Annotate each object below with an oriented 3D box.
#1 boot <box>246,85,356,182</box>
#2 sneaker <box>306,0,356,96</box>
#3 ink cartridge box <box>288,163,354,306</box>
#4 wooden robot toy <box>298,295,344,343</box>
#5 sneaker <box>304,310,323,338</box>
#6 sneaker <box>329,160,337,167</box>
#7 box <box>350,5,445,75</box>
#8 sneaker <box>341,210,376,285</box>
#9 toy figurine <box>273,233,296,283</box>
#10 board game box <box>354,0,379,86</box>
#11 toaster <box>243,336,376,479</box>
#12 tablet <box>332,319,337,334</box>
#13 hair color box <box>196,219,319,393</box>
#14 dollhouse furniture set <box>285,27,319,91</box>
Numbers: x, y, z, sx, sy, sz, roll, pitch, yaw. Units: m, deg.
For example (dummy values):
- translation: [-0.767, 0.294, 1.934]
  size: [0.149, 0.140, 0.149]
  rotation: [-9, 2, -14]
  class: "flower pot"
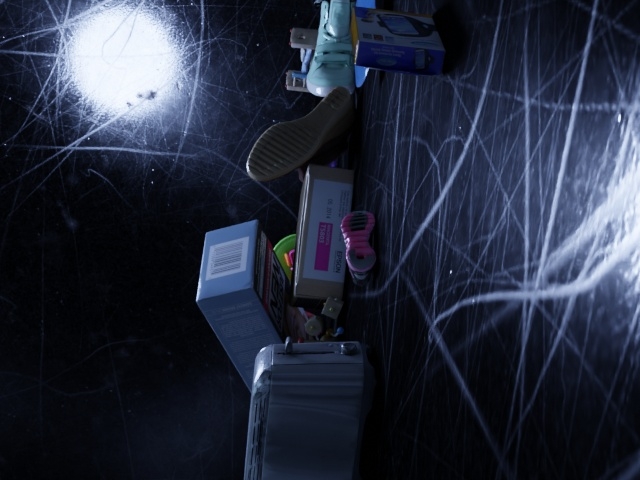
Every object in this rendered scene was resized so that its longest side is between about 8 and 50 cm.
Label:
- translation: [-0.029, -0.150, 1.754]
  size: [0.248, 0.090, 0.207]
  rotation: [-42, -18, -19]
  class: "boot"
- translation: [0.022, -0.376, 1.846]
  size: [0.256, 0.094, 0.151]
  rotation: [-86, -3, -56]
  class: "sneaker"
- translation: [0.000, 0.000, 1.751]
  size: [0.193, 0.088, 0.234]
  rotation: [123, 154, -80]
  class: "ink cartridge box"
- translation: [0.003, 0.173, 1.662]
  size: [0.079, 0.076, 0.173]
  rotation: [-55, -28, -75]
  class: "wooden robot toy"
- translation: [-0.046, 0.212, 2.135]
  size: [0.314, 0.136, 0.116]
  rotation: [23, -123, -70]
  class: "sneaker"
- translation: [0.012, -0.205, 2.080]
  size: [0.071, 0.068, 0.170]
  rotation: [-123, 38, -75]
  class: "sneaker"
- translation: [0.072, -0.189, 0.925]
  size: [0.136, 0.081, 0.028]
  rotation: [-93, 9, -63]
  class: "box"
- translation: [0.053, 0.011, 1.307]
  size: [0.119, 0.047, 0.057]
  rotation: [-87, -8, -45]
  class: "sneaker"
- translation: [-0.026, 0.086, 2.062]
  size: [0.159, 0.130, 0.173]
  rotation: [-131, 23, -72]
  class: "toy figurine"
- translation: [0.078, -0.309, 1.422]
  size: [0.133, 0.033, 0.168]
  rotation: [110, 160, -58]
  class: "board game box"
- translation: [-0.016, 0.229, 1.211]
  size: [0.129, 0.146, 0.227]
  rotation: [-93, 8, -72]
  class: "toaster"
- translation: [0.026, 0.154, 1.781]
  size: [0.054, 0.006, 0.083]
  rotation: [118, 157, -82]
  class: "tablet"
- translation: [-0.103, 0.164, 1.839]
  size: [0.185, 0.114, 0.374]
  rotation: [-89, -19, -48]
  class: "hair color box"
- translation: [-0.012, -0.362, 2.152]
  size: [0.183, 0.129, 0.129]
  rotation: [-88, 5, -45]
  class: "dollhouse furniture set"
